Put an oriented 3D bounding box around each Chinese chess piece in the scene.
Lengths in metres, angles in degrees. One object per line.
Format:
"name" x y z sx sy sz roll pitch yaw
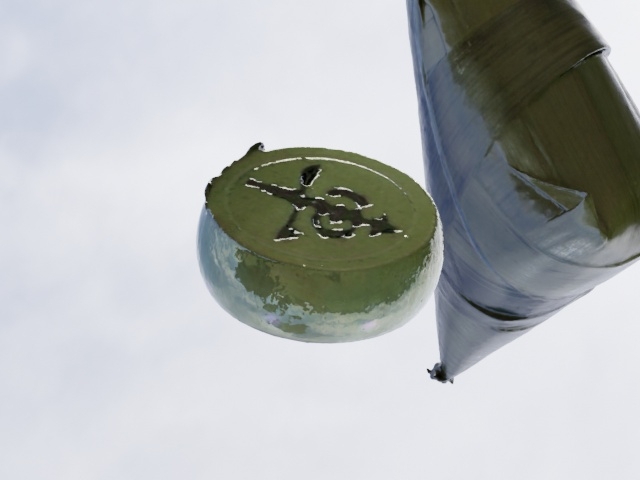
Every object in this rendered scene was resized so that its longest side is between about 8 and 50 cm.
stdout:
"Chinese chess piece" 0.000 0.000 0.637 0.084 0.034 0.084 4 -147 -3

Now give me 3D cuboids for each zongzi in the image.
"zongzi" 0.091 -0.052 1.114 0.112 0.242 0.221 -14 -107 -30
